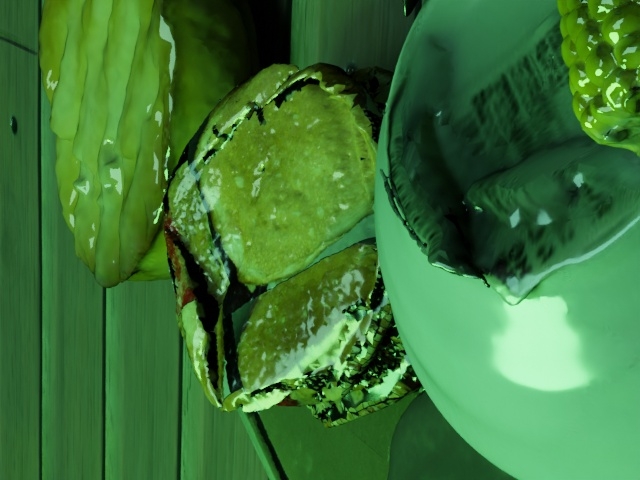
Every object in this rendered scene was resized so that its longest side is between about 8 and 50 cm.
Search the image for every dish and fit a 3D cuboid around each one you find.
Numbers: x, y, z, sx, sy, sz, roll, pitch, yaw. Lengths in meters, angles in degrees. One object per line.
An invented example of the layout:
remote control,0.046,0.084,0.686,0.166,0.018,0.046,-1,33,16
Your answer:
dish,0.118,-0.054,0.723,0.316,0.106,0.316,-20,59,38

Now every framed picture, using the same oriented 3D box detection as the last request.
framed picture,0.004,0.095,1.186,0.315,0.024,0.232,63,146,35

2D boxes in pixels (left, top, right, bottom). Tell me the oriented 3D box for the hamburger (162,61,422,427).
hamburger,0.000,0.000,1.058,0.231,0.107,0.231,-18,67,49

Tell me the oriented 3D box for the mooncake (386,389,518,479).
mooncake,0.127,0.172,0.848,0.245,0.133,0.245,19,112,59

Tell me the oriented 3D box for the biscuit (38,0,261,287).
biscuit,-0.125,-0.113,1.304,0.296,0.102,0.296,179,90,-65

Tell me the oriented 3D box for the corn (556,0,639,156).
corn,0.131,-0.178,0.631,0.101,0.101,0.310,-19,60,62
